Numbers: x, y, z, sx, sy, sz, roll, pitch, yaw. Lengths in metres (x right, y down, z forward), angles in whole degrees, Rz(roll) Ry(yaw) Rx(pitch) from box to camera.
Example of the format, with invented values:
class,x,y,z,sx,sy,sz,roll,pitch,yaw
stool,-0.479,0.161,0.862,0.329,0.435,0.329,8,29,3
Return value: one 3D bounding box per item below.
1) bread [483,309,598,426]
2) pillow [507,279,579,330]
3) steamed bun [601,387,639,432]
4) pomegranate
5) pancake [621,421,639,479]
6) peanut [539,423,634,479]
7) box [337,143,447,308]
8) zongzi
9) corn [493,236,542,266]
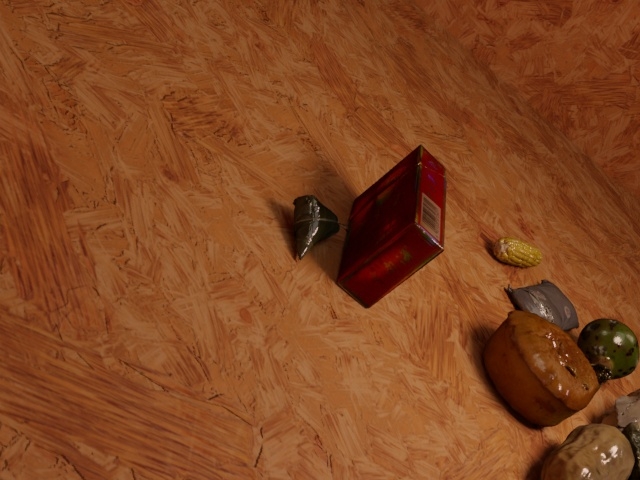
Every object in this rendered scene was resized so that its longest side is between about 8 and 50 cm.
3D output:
class,x,y,z,sx,sy,sz,roll,pitch,yaw
bread,0.451,0.260,1.938,0.268,0.145,0.268,35,27,-21
pillow,0.559,0.161,2.301,0.255,0.059,0.169,-5,56,-56
steamed bun,0.809,0.464,2.091,0.394,0.237,0.347,24,38,-40
pomegranate,0.677,0.279,2.261,0.220,0.156,0.156,-33,82,-30
pancake,0.637,0.495,1.878,0.253,0.037,0.254,-5,90,-84
peanut,0.519,0.434,1.805,0.143,0.159,0.291,36,22,25
box,0.143,-0.034,1.800,0.089,0.197,0.313,41,29,-16
zongzi,0.000,0.000,1.736,0.154,0.062,0.131,37,48,-53
corn,0.499,0.032,2.366,0.206,0.067,0.067,13,44,-52
